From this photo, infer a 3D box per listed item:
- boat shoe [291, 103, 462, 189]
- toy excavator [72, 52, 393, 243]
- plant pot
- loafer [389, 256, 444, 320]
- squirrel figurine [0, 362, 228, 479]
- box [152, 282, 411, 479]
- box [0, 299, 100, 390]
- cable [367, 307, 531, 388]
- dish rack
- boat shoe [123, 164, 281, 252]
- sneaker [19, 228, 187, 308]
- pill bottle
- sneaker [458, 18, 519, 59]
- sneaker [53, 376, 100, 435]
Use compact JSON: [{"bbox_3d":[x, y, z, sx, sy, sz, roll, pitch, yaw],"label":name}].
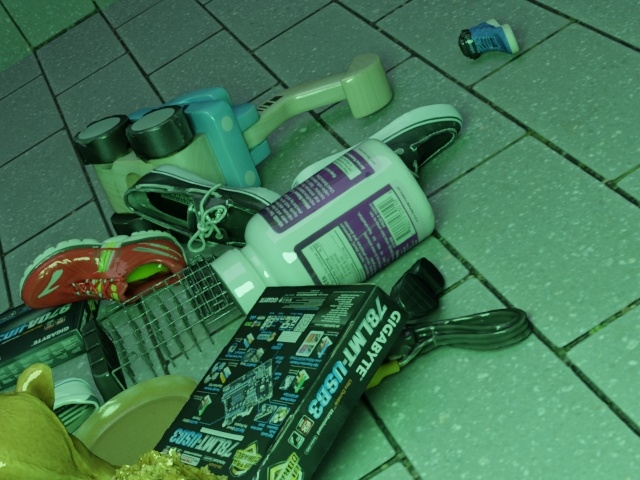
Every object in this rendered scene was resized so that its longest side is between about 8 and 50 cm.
[{"bbox_3d":[0.107,-0.111,2.002,0.301,0.108,0.102,-26,58,-17],"label":"boat shoe"},{"bbox_3d":[-0.146,-0.199,2.295,0.433,0.222,0.445,-2,31,41],"label":"toy excavator"},{"bbox_3d":[-0.256,0.280,1.778,0.236,0.032,0.236,-23,29,13],"label":"plant pot"},{"bbox_3d":[0.119,0.077,1.698,0.061,0.062,0.170,-42,-2,21],"label":"loafer"},{"bbox_3d":[-0.209,0.298,1.339,0.397,0.370,0.281,-13,32,30],"label":"squirrel figurine"},{"bbox_3d":[-0.059,0.187,1.587,0.293,0.073,0.295,-57,23,-19],"label":"box"},{"bbox_3d":[-0.482,0.160,2.170,0.220,0.051,0.175,-24,29,11],"label":"box"},{"bbox_3d":[0.128,0.138,1.643,0.287,0.072,0.139,-11,14,11],"label":"cable"},{"bbox_3d":[-0.238,0.129,1.970,0.272,0.074,0.208,-30,29,-3],"label":"dish rack"},{"bbox_3d":[-0.173,-0.041,2.037,0.306,0.113,0.105,23,33,22],"label":"boat shoe"},{"bbox_3d":[-0.353,0.059,2.101,0.279,0.107,0.118,-16,41,-12],"label":"sneaker"},{"bbox_3d":[0.000,0.000,1.840,0.302,0.169,0.169,-34,28,-7],"label":"pill bottle"},{"bbox_3d":[0.287,-0.343,2.234,0.085,0.058,0.152,-25,24,-1],"label":"sneaker"},{"bbox_3d":[-0.436,0.291,1.866,0.258,0.094,0.091,-39,24,-17],"label":"sneaker"}]
